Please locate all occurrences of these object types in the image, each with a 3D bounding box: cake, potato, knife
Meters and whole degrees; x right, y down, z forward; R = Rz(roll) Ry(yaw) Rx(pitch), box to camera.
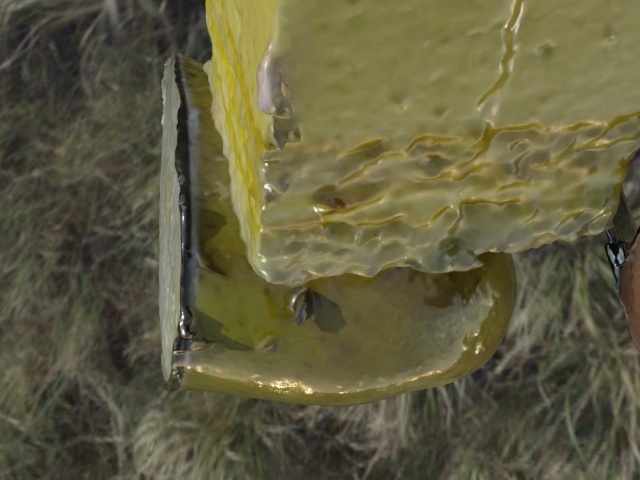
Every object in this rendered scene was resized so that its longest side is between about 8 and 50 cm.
[{"bbox_3d":[0.052,-0.153,0.559,0.222,0.227,0.286,-8,137,-13],"label":"cake"},{"bbox_3d":[0.000,0.000,0.944,0.296,0.397,0.289,3,109,-10],"label":"potato"},{"bbox_3d":[0.229,-0.021,0.802,0.019,0.245,0.072,-27,155,33],"label":"knife"}]

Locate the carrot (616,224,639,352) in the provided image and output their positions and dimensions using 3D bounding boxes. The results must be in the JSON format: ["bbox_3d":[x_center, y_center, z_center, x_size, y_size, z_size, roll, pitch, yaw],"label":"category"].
[{"bbox_3d":[0.304,0.000,0.681,0.159,0.225,0.159,18,124,28],"label":"carrot"}]
